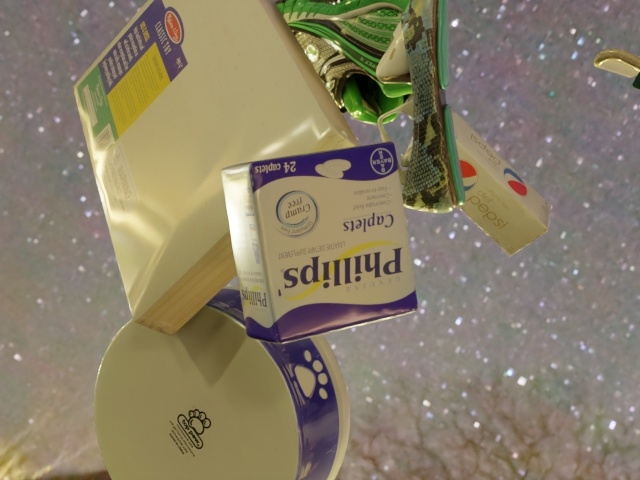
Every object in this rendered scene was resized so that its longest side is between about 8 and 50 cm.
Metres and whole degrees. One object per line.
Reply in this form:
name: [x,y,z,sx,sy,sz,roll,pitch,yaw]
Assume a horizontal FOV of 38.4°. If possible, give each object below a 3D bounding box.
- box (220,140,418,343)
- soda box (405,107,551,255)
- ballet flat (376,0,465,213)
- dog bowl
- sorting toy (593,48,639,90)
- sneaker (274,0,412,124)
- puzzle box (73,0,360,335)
box: [0.000,0.000,0.718,0.072,0.126,0.137,0,-80,65]
soda box: [0.222,-0.082,1.284,0.216,0.069,0.074,42,-55,-12]
ballet flat: [0.074,-0.113,0.722,0.070,0.070,0.188,2,-79,48]
dog bowl: [-0.107,0.185,0.973,0.265,0.265,0.104,21,15,25]
sorting toy: [0.427,-0.140,0.986,0.229,0.041,0.307,30,19,23]
sneaker: [0.023,-0.197,1.000,0.134,0.146,0.343,-1,2,-20]
puzzle box: [-0.132,-0.135,0.975,0.052,0.272,0.409,29,25,-42]
